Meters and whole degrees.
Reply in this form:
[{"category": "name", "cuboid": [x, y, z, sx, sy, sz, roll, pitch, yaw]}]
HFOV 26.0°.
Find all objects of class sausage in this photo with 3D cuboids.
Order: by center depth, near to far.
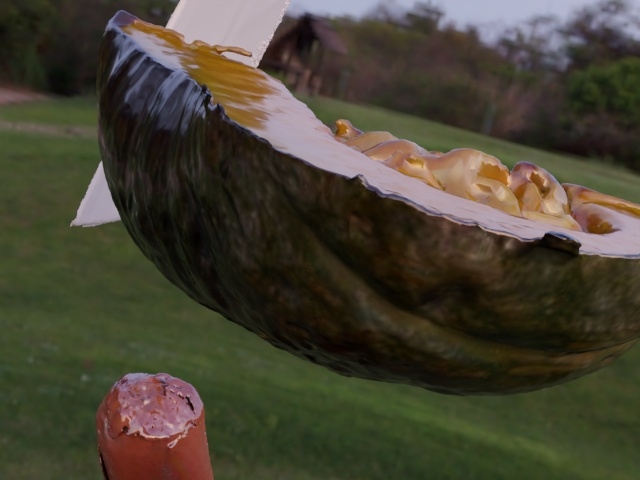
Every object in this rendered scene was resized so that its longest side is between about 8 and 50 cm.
[{"category": "sausage", "cuboid": [-0.110, 0.148, 0.933, 0.076, 0.141, 0.076, -1, 41, 1]}]

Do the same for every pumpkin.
[{"category": "pumpkin", "cuboid": [-0.004, 0.003, 0.514, 0.278, 0.111, 0.163, 22, 10, 13]}]

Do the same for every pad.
[{"category": "pad", "cuboid": [-0.058, -0.108, 0.780, 0.004, 0.232, 0.156, 31, 11, 12]}]
